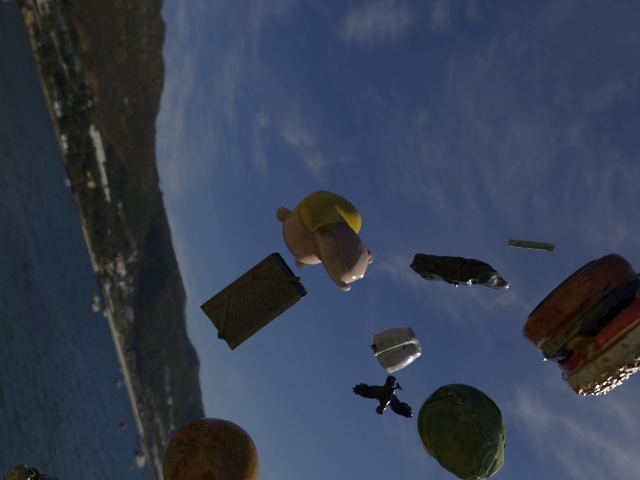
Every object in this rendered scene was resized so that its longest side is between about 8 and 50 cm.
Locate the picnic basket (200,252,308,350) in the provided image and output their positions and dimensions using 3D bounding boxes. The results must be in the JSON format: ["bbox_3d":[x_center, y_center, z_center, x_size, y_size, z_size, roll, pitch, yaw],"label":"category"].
[{"bbox_3d":[-0.168,0.155,1.619,0.139,0.267,0.165,53,0,2],"label":"picnic basket"}]

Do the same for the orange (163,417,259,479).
[{"bbox_3d":[-0.299,0.623,1.696,0.274,0.274,0.274,165,-90,-70],"label":"orange"}]

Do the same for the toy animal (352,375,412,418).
[{"bbox_3d":[0.189,0.446,1.767,0.108,0.220,0.062,-62,-160,7],"label":"toy animal"}]

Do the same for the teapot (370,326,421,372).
[{"bbox_3d":[0.301,0.408,2.447,0.221,0.178,0.163,52,19,-39],"label":"teapot"}]

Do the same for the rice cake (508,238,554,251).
[{"bbox_3d":[0.579,0.014,1.693,0.021,0.121,0.022,13,85,-72],"label":"rice cake"}]

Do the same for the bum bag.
[{"bbox_3d":[0.407,0.094,1.843,0.310,0.074,0.137,7,-31,30],"label":"bum bag"}]

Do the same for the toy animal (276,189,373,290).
[{"bbox_3d":[0.011,-0.005,2.110,0.247,0.277,0.345,-28,-81,33],"label":"toy animal"}]

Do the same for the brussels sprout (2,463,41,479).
[{"bbox_3d":[-0.681,0.549,1.409,0.058,0.085,0.085,-47,-125,33],"label":"brussels sprout"}]

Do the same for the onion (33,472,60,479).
[{"bbox_3d":[-0.720,0.686,1.571,0.140,0.195,0.218,40,-11,23],"label":"onion"}]

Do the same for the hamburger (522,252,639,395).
[{"bbox_3d":[0.676,0.206,1.482,0.250,0.330,0.330,52,-28,25],"label":"hamburger"}]

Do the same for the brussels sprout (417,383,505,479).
[{"bbox_3d":[0.279,0.370,1.198,0.181,0.161,0.144,44,-9,8],"label":"brussels sprout"}]
